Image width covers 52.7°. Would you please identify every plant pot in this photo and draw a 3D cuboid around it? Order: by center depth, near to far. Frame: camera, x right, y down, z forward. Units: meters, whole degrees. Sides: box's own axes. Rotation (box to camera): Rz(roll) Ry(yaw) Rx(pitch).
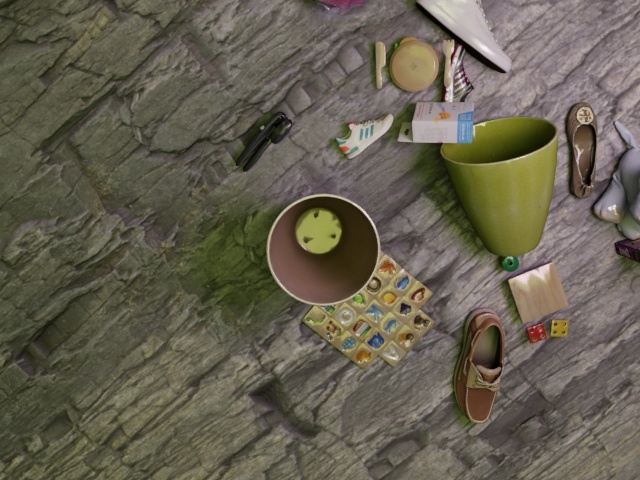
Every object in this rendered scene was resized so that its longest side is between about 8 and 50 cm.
[{"bbox_3d":[0.000,0.000,1.578,0.256,0.274,0.257,-1,100,-3],"label":"plant pot"},{"bbox_3d":[0.461,-0.118,1.606,0.274,0.275,0.294,-17,117,1],"label":"plant pot"}]

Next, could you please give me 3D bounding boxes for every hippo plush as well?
[{"bbox_3d":[0.856,-0.130,1.613,0.234,0.236,0.294,11,100,-4],"label":"hippo plush"}]

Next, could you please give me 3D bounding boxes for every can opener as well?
[{"bbox_3d":[-0.148,-0.251,1.636,0.186,0.073,0.059,-41,108,14],"label":"can opener"}]

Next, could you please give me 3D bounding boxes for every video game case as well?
[{"bbox_3d":[0.917,0.009,1.656,0.232,0.210,0.042,-16,101,0],"label":"video game case"}]

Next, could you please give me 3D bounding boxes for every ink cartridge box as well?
[{"bbox_3d":[0.285,-0.292,1.595,0.181,0.104,0.062,3,129,14],"label":"ink cartridge box"}]

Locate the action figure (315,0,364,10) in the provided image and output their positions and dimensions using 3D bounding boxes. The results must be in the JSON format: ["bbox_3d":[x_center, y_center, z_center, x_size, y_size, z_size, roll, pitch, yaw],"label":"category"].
[{"bbox_3d":[0.080,-0.700,1.420,0.275,0.370,0.248,26,68,6],"label":"action figure"}]

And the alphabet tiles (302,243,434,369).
[{"bbox_3d":[0.127,0.179,1.752,0.342,0.011,0.285,39,96,-9],"label":"alphabet tiles"}]

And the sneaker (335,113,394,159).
[{"bbox_3d":[0.111,-0.281,1.641,0.161,0.057,0.075,-39,105,8],"label":"sneaker"}]

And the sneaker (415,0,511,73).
[{"bbox_3d":[0.379,-0.536,1.580,0.290,0.106,0.123,39,99,-7],"label":"sneaker"}]

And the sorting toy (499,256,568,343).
[{"bbox_3d":[0.585,0.145,1.748,0.132,0.046,0.275,-22,100,1],"label":"sorting toy"}]

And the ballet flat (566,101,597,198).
[{"bbox_3d":[0.684,-0.232,1.676,0.084,0.058,0.250,-3,101,-3],"label":"ballet flat"}]

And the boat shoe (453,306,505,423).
[{"bbox_3d":[0.433,0.348,1.743,0.123,0.116,0.325,-1,101,-2],"label":"boat shoe"}]

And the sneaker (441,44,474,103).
[{"bbox_3d":[0.352,-0.404,1.628,0.074,0.063,0.171,5,105,-3],"label":"sneaker"}]

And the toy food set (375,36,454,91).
[{"bbox_3d":[0.235,-0.440,1.615,0.191,0.038,0.133,3,106,12],"label":"toy food set"}]
